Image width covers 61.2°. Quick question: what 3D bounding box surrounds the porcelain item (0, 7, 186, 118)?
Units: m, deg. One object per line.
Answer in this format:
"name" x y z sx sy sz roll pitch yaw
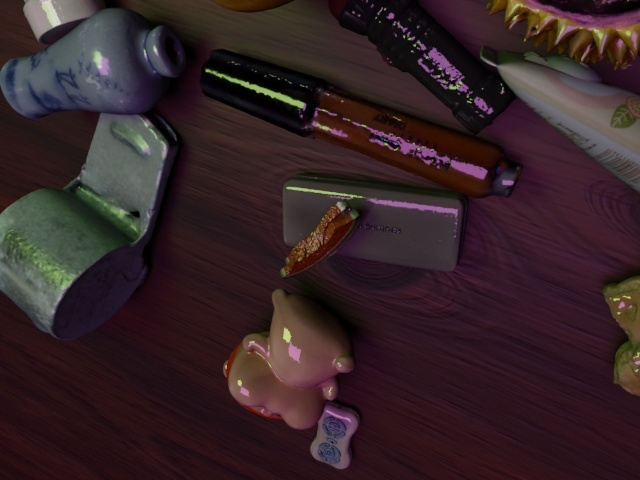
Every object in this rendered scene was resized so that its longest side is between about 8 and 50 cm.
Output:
"porcelain item" -0.312 -0.235 0.747 0.259 0.141 0.141 -7 108 18

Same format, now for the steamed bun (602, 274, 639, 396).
"steamed bun" 0.460 0.117 0.574 0.295 0.137 0.292 19 120 13

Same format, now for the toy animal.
"toy animal" -0.052 0.184 0.806 0.171 0.171 0.197 39 117 4

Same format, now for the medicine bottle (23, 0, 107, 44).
"medicine bottle" -0.395 -0.428 0.730 0.161 0.111 0.296 -11 107 31

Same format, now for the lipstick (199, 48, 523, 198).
"lipstick" 0.041 -0.147 0.678 0.418 0.077 0.077 23 118 13

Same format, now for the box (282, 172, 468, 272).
"box" 0.068 -0.026 0.726 0.244 0.055 0.103 9 114 20

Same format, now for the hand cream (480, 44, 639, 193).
"hand cream" 0.297 -0.118 0.556 0.306 0.147 0.093 29 119 3

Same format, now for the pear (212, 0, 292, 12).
"pear" -0.057 -0.383 0.497 0.314 0.314 0.314 8 113 20

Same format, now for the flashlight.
"flashlight" 0.116 -0.216 0.614 0.232 0.093 0.093 44 120 -3

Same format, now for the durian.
"durian" 0.232 -0.251 0.497 0.154 0.186 0.260 -39 61 31

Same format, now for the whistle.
"whistle" -0.362 -0.021 0.870 0.168 0.188 0.405 36 87 12

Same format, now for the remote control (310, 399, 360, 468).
"remote control" 0.023 0.324 0.900 0.074 0.032 0.122 16 115 17

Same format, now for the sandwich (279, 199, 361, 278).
"sandwich" -0.001 0.001 0.696 0.135 0.067 0.029 -41 68 20
